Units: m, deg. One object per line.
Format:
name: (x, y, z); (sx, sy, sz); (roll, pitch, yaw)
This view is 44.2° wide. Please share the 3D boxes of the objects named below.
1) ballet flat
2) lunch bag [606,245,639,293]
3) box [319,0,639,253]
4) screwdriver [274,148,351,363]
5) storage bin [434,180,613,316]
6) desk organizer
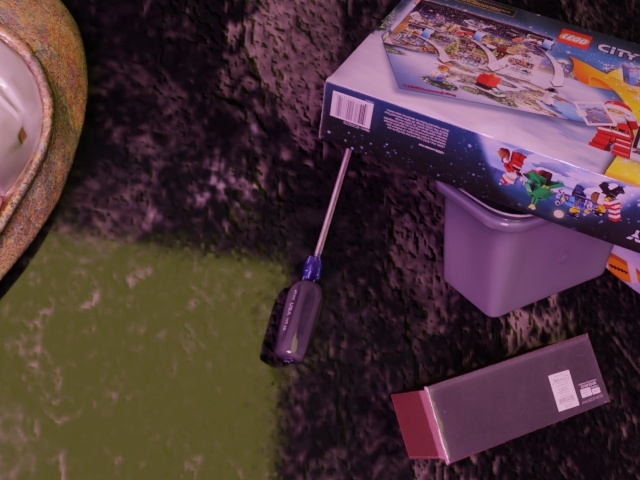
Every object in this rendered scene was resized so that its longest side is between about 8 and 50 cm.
ballet flat: (-0.204, -0.007, 0.369); (0.123, 0.123, 0.349); (28, 67, -14)
lunch bag: (0.364, -0.008, 0.586); (0.303, 0.115, 0.243); (33, 74, -2)
box: (0.138, -0.082, 0.488); (0.233, 0.044, 0.159); (22, 45, 15)
screwdriver: (0.000, 0.000, 0.510); (0.024, 0.025, 0.170); (23, 60, -15)
storage bin: (0.138, -0.014, 0.527); (0.135, 0.098, 0.091); (-17, 127, -26)
desk organizer: (0.115, 0.101, 0.508); (0.130, 0.050, 0.047); (-12, 81, -25)
